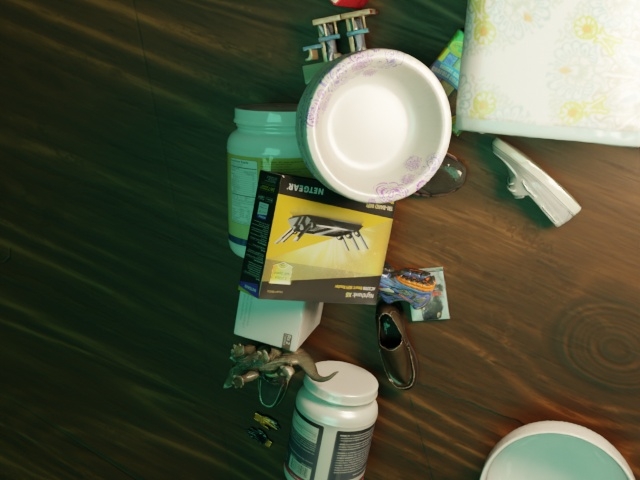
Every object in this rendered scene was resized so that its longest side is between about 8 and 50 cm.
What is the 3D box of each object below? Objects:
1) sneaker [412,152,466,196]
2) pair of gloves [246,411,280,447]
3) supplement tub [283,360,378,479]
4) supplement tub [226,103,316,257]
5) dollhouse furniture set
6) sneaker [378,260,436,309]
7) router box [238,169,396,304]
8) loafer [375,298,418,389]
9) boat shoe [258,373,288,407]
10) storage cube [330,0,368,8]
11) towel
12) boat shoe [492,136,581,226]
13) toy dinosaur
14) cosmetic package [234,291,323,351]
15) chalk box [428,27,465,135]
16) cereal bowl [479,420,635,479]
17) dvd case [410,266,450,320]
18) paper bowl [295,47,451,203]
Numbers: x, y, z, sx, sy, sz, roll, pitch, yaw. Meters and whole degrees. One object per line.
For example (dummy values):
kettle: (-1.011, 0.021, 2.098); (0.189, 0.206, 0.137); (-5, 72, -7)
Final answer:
sneaker: (0.156, -0.138, 1.686); (0.281, 0.162, 0.106); (9, 106, 16)
pair of gloves: (-0.143, 0.474, 2.020); (0.074, 0.010, 0.083); (28, 113, 8)
supplement tub: (0.026, 0.437, 1.859); (0.191, 0.191, 0.272); (15, 108, 13)
supplement tub: (-0.086, -0.129, 1.730); (0.228, 0.228, 0.316); (5, 105, 16)
dollhouse furniture set: (0.046, -0.397, 1.643); (0.129, 0.184, 0.129); (-7, 101, 19)
sneaker: (0.143, 0.099, 1.791); (0.221, 0.083, 0.087); (16, 116, 24)
router box: (0.000, 0.000, 1.631); (0.081, 0.309, 0.243); (19, 100, 51)
loafer: (0.162, 0.244, 1.828); (0.080, 0.078, 0.220); (-14, 99, 20)
boat shoe: (-0.115, 0.306, 1.933); (0.080, 0.073, 0.223); (18, 108, 12)
storage cube: (0.054, -0.589, 1.588); (0.215, 0.193, 0.184); (48, 112, 2)
towel: (0.446, -0.339, 1.459); (0.375, 0.090, 0.320); (7, 104, 9)
boat shoe: (0.426, -0.115, 1.652); (0.227, 0.079, 0.081); (42, 108, 0)
toy dinosaur: (-0.104, 0.266, 1.807); (0.314, 0.160, 0.121); (-12, 92, 21)
cosmetic package: (-0.085, 0.134, 1.821); (0.151, 0.184, 0.151); (14, 107, 14)
chalk box: (0.299, -0.336, 1.608); (0.132, 0.132, 0.213); (41, 113, 4)
cereal bowl: (0.518, 0.541, 1.759); (0.339, 0.141, 0.339); (5, 106, 17)
dvd case: (0.240, 0.121, 1.807); (0.087, 0.013, 0.119); (-5, 101, 18)
paper bowl: (0.093, -0.218, 1.533); (0.284, 0.148, 0.284); (-2, 100, -13)
